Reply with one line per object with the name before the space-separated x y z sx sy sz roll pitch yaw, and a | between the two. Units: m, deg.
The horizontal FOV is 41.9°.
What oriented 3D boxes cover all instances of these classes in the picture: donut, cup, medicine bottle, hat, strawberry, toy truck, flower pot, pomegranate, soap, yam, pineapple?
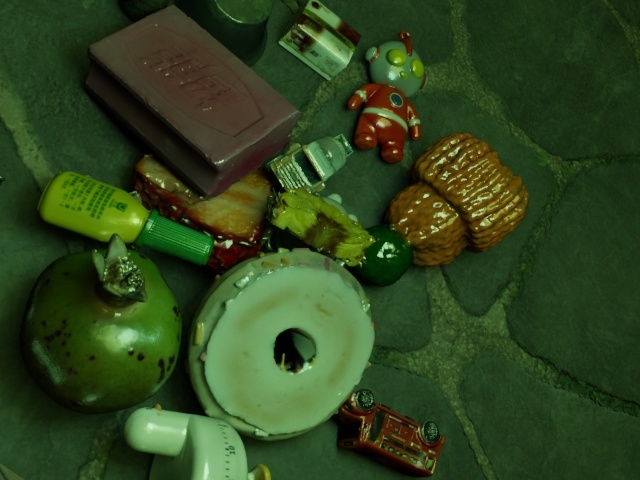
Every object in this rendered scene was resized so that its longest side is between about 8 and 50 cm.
donut | -0.077 0.188 1.573 0.383 0.142 0.382 -9 109 -25
cup | 0.004 -0.006 1.741 0.142 0.134 0.173 -30 92 -32
medicine bottle | -0.337 -0.032 1.471 0.309 0.076 0.111 20 57 -2
hat | 0.263 -0.025 1.843 0.285 0.285 0.400 43 78 -13
strawberry | -0.223 -0.038 1.618 0.280 0.150 0.253 2 46 -23
toy truck | -0.013 -0.160 1.730 0.108 0.140 0.256 58 13 -4
flower pot | -0.192 -0.488 1.761 0.235 0.148 0.235 8 73 -26
pomegranate | -0.346 0.122 1.407 0.291 0.323 0.291 30 25 -16
soap | -0.250 -0.272 1.610 0.359 0.128 0.233 42 55 13
yam | -0.323 -0.505 1.633 0.106 0.259 0.106 3 82 -25
pineapple | -0.011 -0.039 1.587 0.233 0.135 0.079 27 102 -31
toy truck | 0.124 0.394 1.711 0.253 0.107 0.114 28 63 -20

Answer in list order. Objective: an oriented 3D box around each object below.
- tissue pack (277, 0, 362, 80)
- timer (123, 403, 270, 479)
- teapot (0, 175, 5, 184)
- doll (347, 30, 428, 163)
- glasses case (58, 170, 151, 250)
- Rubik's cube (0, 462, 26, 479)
tissue pack | 0.001 -0.456 1.888 0.149 0.099 0.106 34 62 -17
timer | -0.235 0.409 1.429 0.240 0.233 0.233 17 68 -28
teapot | -0.717 -0.049 1.286 0.376 0.305 0.361 20 54 8
doll | 0.170 -0.348 1.949 0.200 0.105 0.336 23 66 -20
glasses case | -0.403 -0.063 1.547 0.193 0.070 0.102 23 82 -2
Rubik's cube | -0.524 0.447 1.311 0.233 0.229 0.228 -75 163 -60
